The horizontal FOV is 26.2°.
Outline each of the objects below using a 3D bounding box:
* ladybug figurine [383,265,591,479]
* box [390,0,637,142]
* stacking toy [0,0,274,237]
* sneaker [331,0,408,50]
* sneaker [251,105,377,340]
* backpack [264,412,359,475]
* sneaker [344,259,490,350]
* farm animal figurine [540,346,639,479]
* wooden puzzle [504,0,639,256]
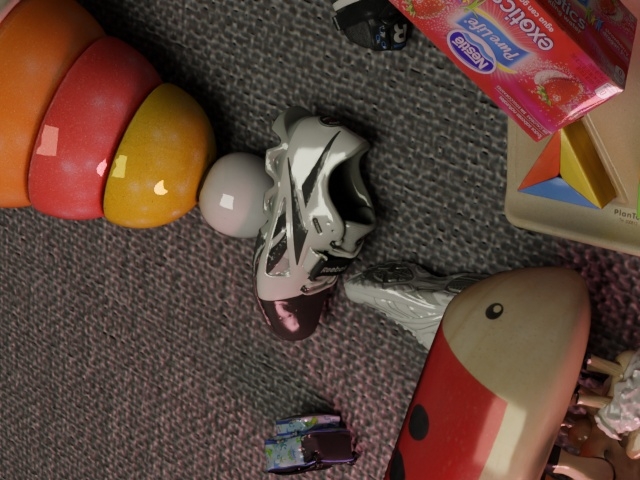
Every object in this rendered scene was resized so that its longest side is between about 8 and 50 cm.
[{"bbox_3d":[0.183,0.221,1.633,0.162,0.305,0.449,19,116,4],"label":"ladybug figurine"},{"bbox_3d":[0.191,-0.242,1.396,0.257,0.128,0.122,40,135,-20],"label":"box"},{"bbox_3d":[-0.268,-0.124,1.906,0.480,0.350,0.350,26,125,5],"label":"stacking toy"},{"bbox_3d":[0.103,-0.291,1.655,0.217,0.079,0.121,0,112,46],"label":"sneaker"},{"bbox_3d":[0.000,0.000,1.811,0.146,0.122,0.330,21,121,32],"label":"sneaker"},{"bbox_3d":[-0.022,0.292,1.980,0.114,0.105,0.084,-20,74,41],"label":"backpack"},{"bbox_3d":[0.131,0.097,1.788,0.232,0.090,0.115,11,119,35],"label":"sneaker"},{"bbox_3d":[0.329,0.314,1.616,0.172,0.326,0.330,18,161,4],"label":"farm animal figurine"},{"bbox_3d":[0.343,-0.145,1.526,0.322,0.080,0.348,15,117,32],"label":"wooden puzzle"}]
